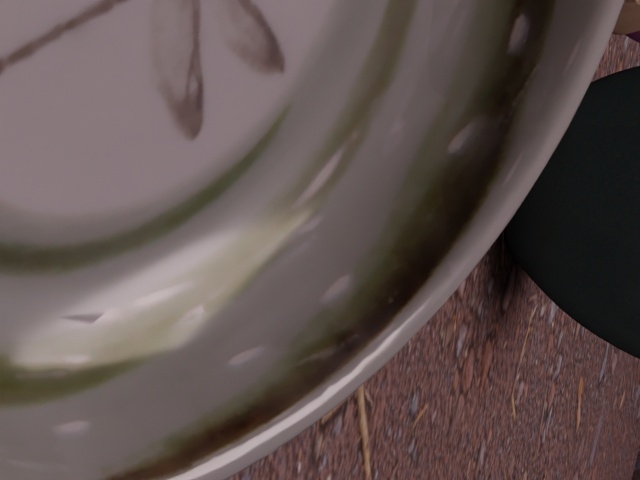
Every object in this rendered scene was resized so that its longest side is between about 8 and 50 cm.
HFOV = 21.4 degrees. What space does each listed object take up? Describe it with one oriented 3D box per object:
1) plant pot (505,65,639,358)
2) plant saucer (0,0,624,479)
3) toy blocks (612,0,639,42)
[{"bbox_3d":[0.279,-0.036,1.531,0.290,0.195,0.290,12,90,-71],"label":"plant pot"},{"bbox_3d":[-0.048,-0.084,0.580,0.400,0.100,0.400,-30,139,-30],"label":"plant saucer"},{"bbox_3d":[0.138,-0.268,1.041,0.260,0.309,0.289,19,68,-39],"label":"toy blocks"}]
